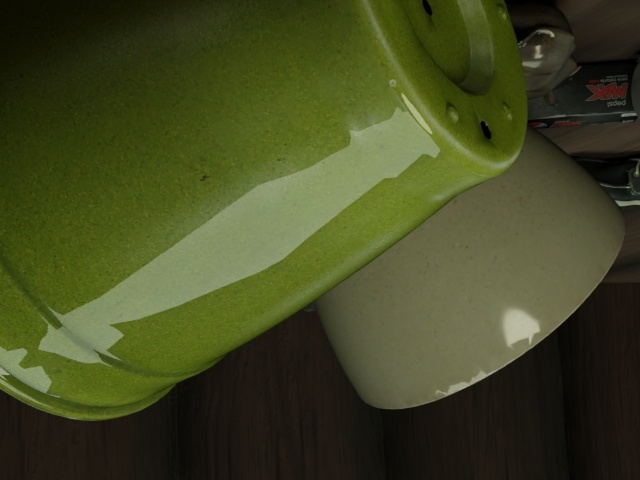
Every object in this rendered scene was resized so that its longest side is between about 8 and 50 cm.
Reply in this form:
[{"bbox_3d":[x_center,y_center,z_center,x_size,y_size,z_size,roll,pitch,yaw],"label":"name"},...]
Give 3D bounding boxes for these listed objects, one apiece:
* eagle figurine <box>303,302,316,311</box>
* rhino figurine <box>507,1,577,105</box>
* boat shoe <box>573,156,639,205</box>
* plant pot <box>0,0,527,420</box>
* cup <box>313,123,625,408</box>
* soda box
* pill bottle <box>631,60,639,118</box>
[{"bbox_3d":[-0.003,-0.005,1.759,0.226,0.298,0.225,24,-163,-10],"label":"eagle figurine"},{"bbox_3d":[0.191,-0.171,1.347,0.106,0.073,0.243,-2,173,10],"label":"rhino figurine"},{"bbox_3d":[0.451,-0.094,1.998,0.233,0.084,0.079,7,130,-19],"label":"boat shoe"},{"bbox_3d":[-0.062,-0.100,0.977,0.353,0.366,0.366,-22,163,29],"label":"plant pot"},{"bbox_3d":[0.102,-0.027,1.420,0.331,0.237,0.331,-35,-163,12],"label":"cup"},{"bbox_3d":[0.257,-0.154,1.514,0.169,0.060,0.053,-4,173,1],"label":"soda box"},{"bbox_3d":[0.406,-0.157,1.462,0.152,0.086,0.086,-1,171,-13],"label":"pill bottle"}]
